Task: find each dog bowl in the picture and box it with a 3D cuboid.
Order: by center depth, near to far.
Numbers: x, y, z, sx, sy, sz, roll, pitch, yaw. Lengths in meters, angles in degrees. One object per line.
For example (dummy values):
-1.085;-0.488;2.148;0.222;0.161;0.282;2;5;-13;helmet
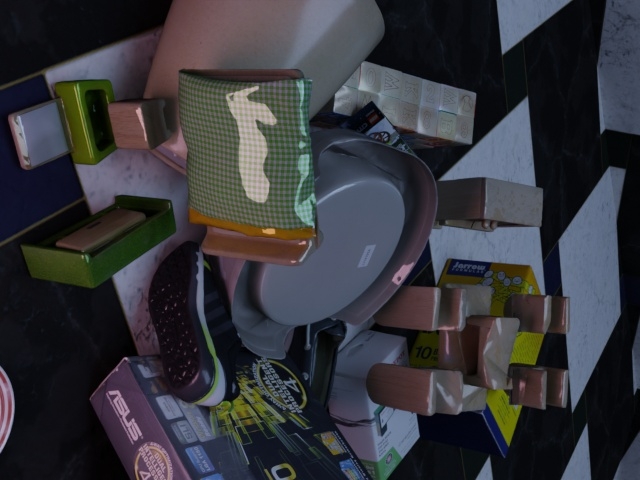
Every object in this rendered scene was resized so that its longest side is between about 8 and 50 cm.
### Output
0.000;0.000;1.132;0.348;0.102;0.349;-28;142;-24;dog bowl

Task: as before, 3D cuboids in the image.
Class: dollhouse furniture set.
-0.163;-0.063;0.834;0.151;0.301;0.198;-38;128;-51;dollhouse furniture set
0.233;0.099;1.450;0.362;0.256;0.394;6;86;-38;dollhouse furniture set

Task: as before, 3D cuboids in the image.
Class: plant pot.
-0.101;-0.207;1.001;0.274;0.256;0.256;-59;142;-8;plant pot

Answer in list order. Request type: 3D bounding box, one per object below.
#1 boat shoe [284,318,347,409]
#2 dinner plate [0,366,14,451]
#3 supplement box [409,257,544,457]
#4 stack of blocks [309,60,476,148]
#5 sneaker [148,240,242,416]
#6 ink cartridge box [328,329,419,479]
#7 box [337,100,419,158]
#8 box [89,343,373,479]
-0.001;0.149;1.302;0.114;0.091;0.302;32;68;-54;boat shoe
-0.369;0.179;0.814;0.141;0.017;0.141;-13;106;-55;dinner plate
0.328;0.238;1.722;0.356;0.194;0.195;-63;141;-30;supplement box
0.084;-0.214;1.308;0.297;0.171;0.087;6;88;-39;stack of blocks
-0.149;0.110;1.010;0.097;0.084;0.235;34;34;-43;sneaker
0.094;0.295;1.466;0.160;0.092;0.219;-36;124;-49;ink cartridge box
0.030;-0.084;1.228;0.233;0.044;0.159;-38;142;10;box
-0.063;0.312;1.007;0.097;0.395;0.318;-48;153;24;box
